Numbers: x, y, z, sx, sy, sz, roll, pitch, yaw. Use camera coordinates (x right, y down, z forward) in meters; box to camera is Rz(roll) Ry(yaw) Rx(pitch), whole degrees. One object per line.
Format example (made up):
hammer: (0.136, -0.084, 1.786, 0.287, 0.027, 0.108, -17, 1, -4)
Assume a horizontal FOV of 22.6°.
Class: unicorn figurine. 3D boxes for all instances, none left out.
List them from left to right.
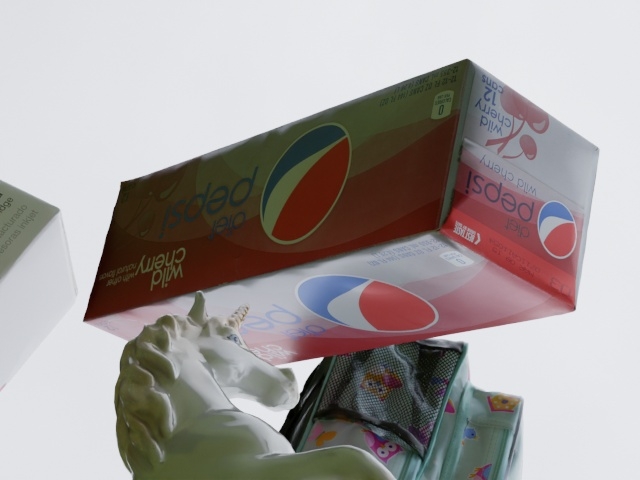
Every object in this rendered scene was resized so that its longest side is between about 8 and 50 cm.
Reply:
unicorn figurine: (-0.023, 0.078, 0.389, 0.111, 0.060, 0.162, 23, -121, 25)

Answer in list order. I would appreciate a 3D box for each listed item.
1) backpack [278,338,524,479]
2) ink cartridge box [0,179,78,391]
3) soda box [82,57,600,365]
backpack: (0.034, 0.160, 0.897, 0.144, 0.188, 0.166, 21, -44, 16)
ink cartridge box: (-0.296, 0.018, 0.968, 0.237, 0.100, 0.172, 25, -123, 18)
soda box: (0.000, 0.000, 0.758, 0.263, 0.092, 0.083, -16, -125, 48)
